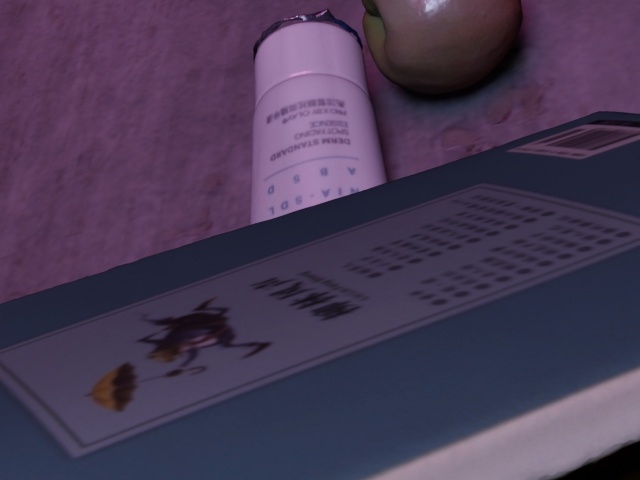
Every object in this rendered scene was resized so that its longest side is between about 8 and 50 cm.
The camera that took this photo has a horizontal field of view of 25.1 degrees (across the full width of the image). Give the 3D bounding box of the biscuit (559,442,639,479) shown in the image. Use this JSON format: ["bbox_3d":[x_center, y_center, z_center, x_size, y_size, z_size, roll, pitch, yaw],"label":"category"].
[{"bbox_3d":[0.141,0.155,0.393,0.332,0.103,0.332,-14,45,15],"label":"biscuit"}]

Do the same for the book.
[{"bbox_3d":[0.015,0.025,0.469,0.379,0.031,0.264,-18,15,-20],"label":"book"}]

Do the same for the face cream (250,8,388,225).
[{"bbox_3d":[0.000,0.000,0.654,0.092,0.058,0.244,-14,51,11],"label":"face cream"}]

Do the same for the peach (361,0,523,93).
[{"bbox_3d":[0.060,-0.113,0.708,0.083,0.083,0.083,-15,45,16],"label":"peach"}]
